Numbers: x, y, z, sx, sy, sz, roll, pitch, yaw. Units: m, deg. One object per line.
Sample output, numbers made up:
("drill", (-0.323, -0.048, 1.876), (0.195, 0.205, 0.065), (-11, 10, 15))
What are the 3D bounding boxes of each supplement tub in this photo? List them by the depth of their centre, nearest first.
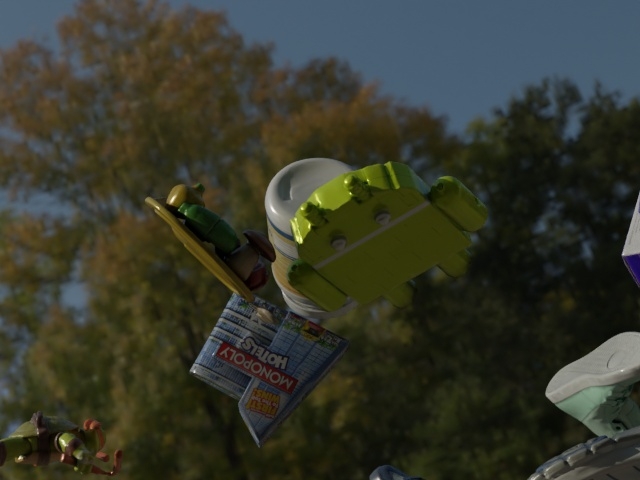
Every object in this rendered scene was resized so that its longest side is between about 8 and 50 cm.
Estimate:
("supplement tub", (0.000, 0.000, 2.063), (0.144, 0.144, 0.199), (-17, -42, -12))

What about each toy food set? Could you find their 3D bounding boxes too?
("toy food set", (-0.111, 0.005, 1.782), (0.071, 0.218, 0.128), (-46, -1, -8))

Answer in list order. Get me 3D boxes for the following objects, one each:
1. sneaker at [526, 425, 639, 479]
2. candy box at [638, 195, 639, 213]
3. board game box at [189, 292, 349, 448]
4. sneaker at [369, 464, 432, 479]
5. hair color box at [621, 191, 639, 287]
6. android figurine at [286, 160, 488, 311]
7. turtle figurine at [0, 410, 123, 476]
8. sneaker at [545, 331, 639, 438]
("sneaker", (0.286, 0.217, 1.272), (0.297, 0.129, 0.111), (-25, -9, 12))
("candy box", (0.459, -0.113, 1.502), (0.122, 0.268, 0.317), (-4, 18, -16))
("board game box", (-0.087, 0.193, 2.164), (0.194, 0.194, 0.060), (-62, -8, -15))
("sneaker", (0.241, 0.469, 2.662), (0.131, 0.319, 0.112), (-64, -21, 12))
("hair color box", (0.584, -0.036, 1.940), (0.339, 0.185, 0.110), (-15, -56, 36))
("android figurine", (0.074, -0.003, 1.791), (0.248, 0.056, 0.273), (-29, -36, 16))
("turtle figurine", (-0.356, 0.258, 1.848), (0.217, 0.087, 0.269), (-7, 0, -22))
("sneaker", (0.481, 0.234, 2.307), (0.094, 0.151, 0.256), (-56, 10, -31))
